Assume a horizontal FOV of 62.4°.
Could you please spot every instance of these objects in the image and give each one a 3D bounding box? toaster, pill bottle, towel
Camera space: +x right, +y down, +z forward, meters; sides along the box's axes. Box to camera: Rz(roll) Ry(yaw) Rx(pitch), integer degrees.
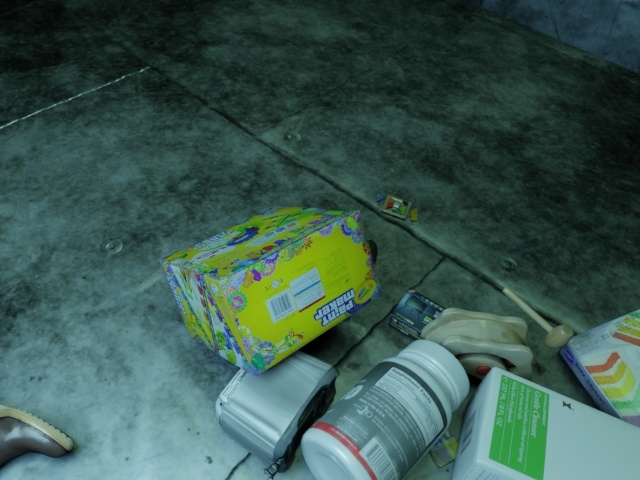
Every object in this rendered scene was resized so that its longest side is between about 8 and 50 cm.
[{"bbox_3d":[-0.079,0.283,0.911,0.146,0.129,0.227,26,50,20],"label":"toaster"},{"bbox_3d":[0.118,0.304,0.899,0.161,0.161,0.283,39,52,24],"label":"pill bottle"},{"bbox_3d":[0.218,0.364,0.963,0.060,0.009,0.083,-13,51,-20],"label":"towel"}]

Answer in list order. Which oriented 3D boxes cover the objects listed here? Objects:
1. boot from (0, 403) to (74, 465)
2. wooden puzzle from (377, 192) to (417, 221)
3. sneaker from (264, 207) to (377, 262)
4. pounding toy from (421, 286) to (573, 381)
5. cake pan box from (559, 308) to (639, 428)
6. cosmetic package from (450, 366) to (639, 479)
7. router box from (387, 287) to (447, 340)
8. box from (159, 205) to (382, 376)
[{"bbox_3d":[-0.536,0.357,0.813,0.248,0.090,0.207,17,59,5],"label":"boot"},{"bbox_3d":[0.201,-0.090,1.382,0.116,0.014,0.079,15,46,5],"label":"wooden puzzle"},{"bbox_3d":[0.000,0.000,1.219,0.286,0.109,0.130,28,39,7],"label":"sneaker"},{"bbox_3d":[0.335,0.193,1.043,0.269,0.154,0.155,9,46,0],"label":"pounding toy"},{"bbox_3d":[0.666,0.263,1.048,0.266,0.070,0.246,-20,53,-3],"label":"cake pan box"},{"bbox_3d":[0.420,0.390,0.870,0.365,0.155,0.197,20,44,9],"label":"cosmetic package"},{"bbox_3d":[0.218,0.169,1.126,0.122,0.038,0.092,30,50,18],"label":"router box"},{"bbox_3d":[-0.096,0.068,0.986,0.289,0.177,0.279,-28,20,-30],"label":"box"}]
